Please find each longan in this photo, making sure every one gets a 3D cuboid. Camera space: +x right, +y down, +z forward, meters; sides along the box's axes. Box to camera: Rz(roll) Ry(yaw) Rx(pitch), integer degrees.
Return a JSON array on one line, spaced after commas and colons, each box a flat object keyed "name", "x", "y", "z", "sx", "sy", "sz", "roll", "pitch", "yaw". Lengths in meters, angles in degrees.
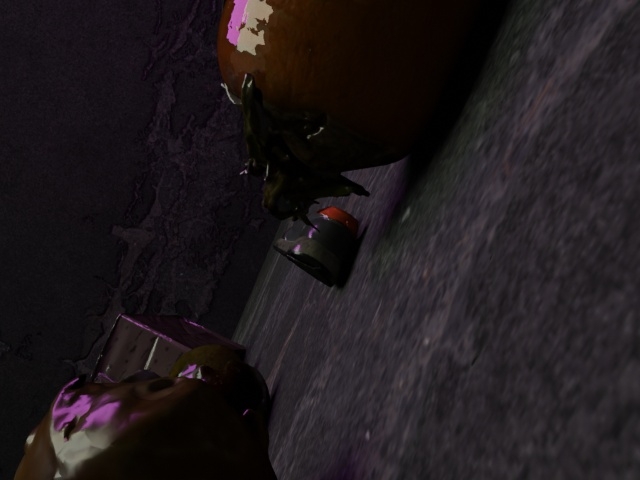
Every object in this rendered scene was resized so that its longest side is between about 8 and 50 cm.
[{"name": "longan", "x": -0.202, "y": 0.271, "z": 1.179, "sx": 0.155, "sy": 0.145, "sz": 0.176, "roll": -41, "pitch": -25, "yaw": 23}]

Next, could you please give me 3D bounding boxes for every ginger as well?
[{"name": "ginger", "x": -0.134, "y": 0.270, "z": 0.421, "sx": 0.254, "sy": 0.176, "sz": 0.418, "roll": -88, "pitch": 17, "yaw": -51}]

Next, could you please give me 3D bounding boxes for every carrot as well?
[{"name": "carrot", "x": 0.016, "y": -0.169, "z": 0.514, "sx": 0.193, "sy": 0.214, "sz": 0.331, "roll": -105, "pitch": 35, "yaw": -82}]

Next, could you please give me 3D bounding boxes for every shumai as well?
[{"name": "shumai", "x": -0.154, "y": 0.292, "z": 0.822, "sx": 0.222, "sy": 0.204, "sz": 0.271, "roll": -73, "pitch": -27, "yaw": -53}]

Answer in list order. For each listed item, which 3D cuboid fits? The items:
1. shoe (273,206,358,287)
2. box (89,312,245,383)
[{"name": "shoe", "x": 0.000, "y": 0.000, "z": 0.718, "sx": 0.077, "sy": 0.074, "sz": 0.194, "roll": -56, "pitch": 9, "yaw": -2}, {"name": "box", "x": -0.354, "y": 0.302, "z": 1.529, "sx": 0.190, "sy": 0.225, "sz": 0.297, "roll": -66, "pitch": -16, "yaw": -2}]
